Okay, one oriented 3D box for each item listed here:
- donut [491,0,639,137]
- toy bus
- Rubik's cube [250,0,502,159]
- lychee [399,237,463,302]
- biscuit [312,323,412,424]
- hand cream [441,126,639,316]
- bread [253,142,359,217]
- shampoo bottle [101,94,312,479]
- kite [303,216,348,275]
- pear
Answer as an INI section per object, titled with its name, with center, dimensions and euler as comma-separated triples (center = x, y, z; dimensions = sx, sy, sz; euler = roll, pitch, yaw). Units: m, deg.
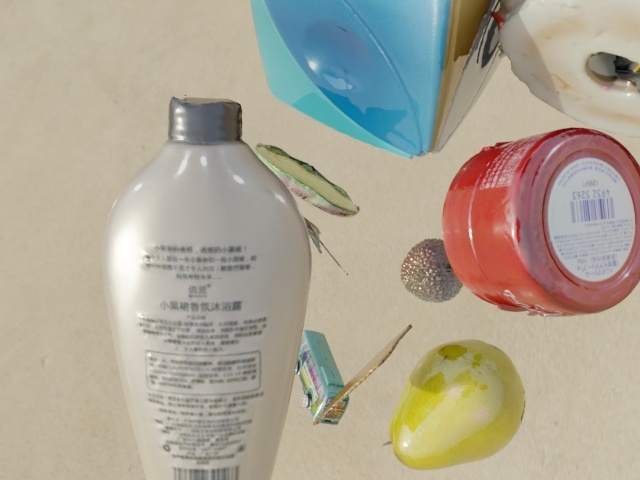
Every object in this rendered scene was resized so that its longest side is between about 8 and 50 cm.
[donut]
center = 0.426, -0.278, 0.835
dimensions = 0.382, 0.382, 0.142
euler = 22, 81, 28
[toy bus]
center = -0.006, 0.348, 1.599
dimensions = 0.109, 0.091, 0.262
euler = -62, 31, 24
[Rubik's cube]
center = 0.117, -0.389, 0.993
dimensions = 0.351, 0.352, 0.347
euler = 25, 59, 21
[lychee]
center = 0.285, 0.073, 1.523
dimensions = 0.197, 0.165, 0.165
euler = -22, 52, 44
[biscuit]
center = 0.091, 0.280, 1.309
dimensions = 0.013, 0.232, 0.237
euler = 46, 111, 8
[hand cream]
center = 0.279, -0.022, 0.761
dimensions = 0.230, 0.230, 0.149
euler = -60, 18, -16
[bread]
center = -0.028, -0.107, 1.135
dimensions = 0.228, 0.228, 0.033
euler = 44, 107, 32
[shampoo bottle]
center = -0.070, 0.041, 0.385
dimensions = 0.127, 0.078, 0.257
euler = 3, 105, 1
[kite]
center = 0.000, 0.000, 1.061
dimensions = 0.005, 0.152, 0.137
euler = -37, 16, 11
[pear]
center = 0.303, 0.376, 1.423
dimensions = 0.336, 0.285, 0.285
euler = -15, 51, -30
